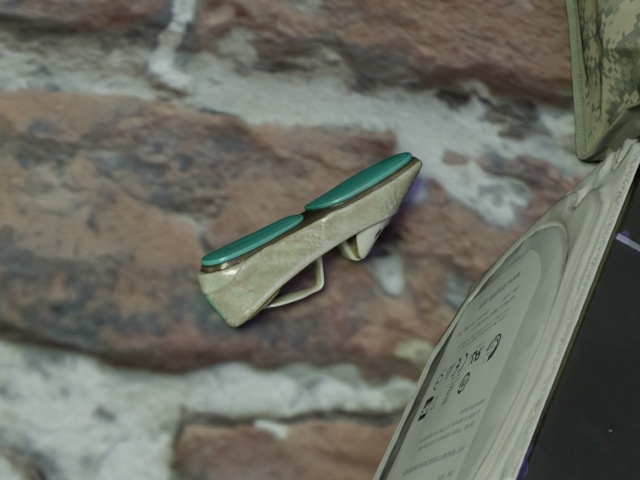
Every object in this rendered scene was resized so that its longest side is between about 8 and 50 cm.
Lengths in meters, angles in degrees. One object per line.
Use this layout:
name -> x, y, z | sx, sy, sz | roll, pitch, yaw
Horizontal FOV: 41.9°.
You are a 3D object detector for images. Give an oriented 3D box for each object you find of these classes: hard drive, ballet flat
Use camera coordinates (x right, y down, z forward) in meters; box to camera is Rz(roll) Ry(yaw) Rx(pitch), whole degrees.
hard drive -> 0.066, 0.134, 0.385 | 0.064, 0.237, 0.339 | 28, 66, 1
ballet flat -> 0.000, 0.000, 0.535 | 0.168, 0.057, 0.052 | -29, 104, -17

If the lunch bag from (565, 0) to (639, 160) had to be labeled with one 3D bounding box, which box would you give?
lunch bag -> 0.312, -0.201, 0.613 | 0.235, 0.169, 0.287 | 5, 72, -10
